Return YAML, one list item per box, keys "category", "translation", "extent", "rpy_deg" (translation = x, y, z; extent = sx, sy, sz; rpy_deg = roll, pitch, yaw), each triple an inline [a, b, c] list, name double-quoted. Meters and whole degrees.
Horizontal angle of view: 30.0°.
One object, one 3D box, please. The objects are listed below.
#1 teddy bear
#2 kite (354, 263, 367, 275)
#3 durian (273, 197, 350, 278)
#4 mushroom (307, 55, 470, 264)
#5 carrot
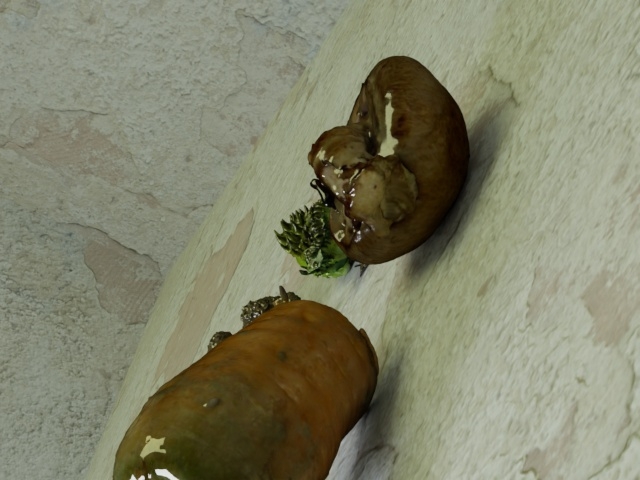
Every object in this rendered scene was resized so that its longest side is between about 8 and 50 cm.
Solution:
- category: "teddy bear"
  translation: [-0.103, 0.173, 2.015]
  extent: [0.181, 0.129, 0.251]
  rpy_deg: [-22, 10, 15]
- category: "kite"
  translation: [0.068, 0.032, 1.872]
  extent: [0.044, 0.002, 0.078]
  rpy_deg: [-61, 12, 8]
- category: "durian"
  translation: [0.002, -0.006, 1.949]
  extent: [0.106, 0.132, 0.375]
  rpy_deg: [-43, 14, 26]
- category: "mushroom"
  translation: [0.091, -0.097, 1.576]
  extent: [0.263, 0.195, 0.283]
  rpy_deg: [-65, -8, 34]
- category: "carrot"
  translation: [-0.086, 0.226, 1.400]
  extent: [0.224, 0.224, 0.340]
  rpy_deg: [-55, -6, 35]
